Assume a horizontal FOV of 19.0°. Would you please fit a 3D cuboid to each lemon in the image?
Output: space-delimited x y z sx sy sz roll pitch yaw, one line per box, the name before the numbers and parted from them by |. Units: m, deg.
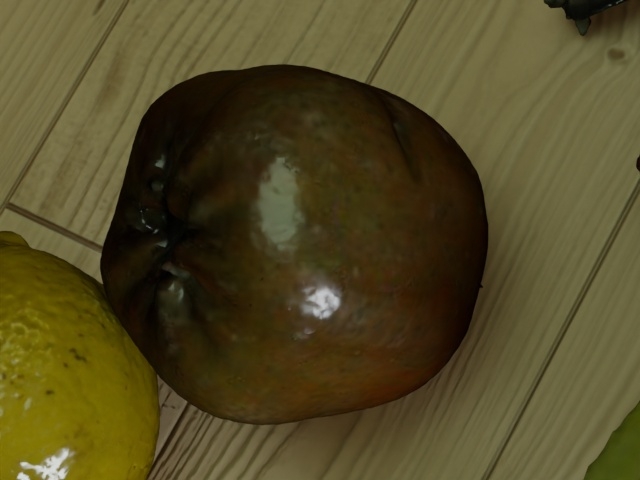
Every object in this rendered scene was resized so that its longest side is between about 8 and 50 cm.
lemon | -0.238 0.117 1.451 0.228 0.228 0.253 -29 59 6

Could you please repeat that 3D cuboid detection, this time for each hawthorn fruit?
hawthorn fruit | 0.000 0.000 1.404 0.268 0.301 0.267 -14 72 49

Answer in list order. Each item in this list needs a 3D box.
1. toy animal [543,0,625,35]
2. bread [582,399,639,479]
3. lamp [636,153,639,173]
toy animal | 0.299 -0.213 1.488 0.217 0.073 0.176 31 87 22
bread | 0.337 0.193 1.162 0.348 0.348 0.308 -49 55 -5
lamp | 0.341 -0.110 1.405 0.118 0.118 0.253 38 85 28
